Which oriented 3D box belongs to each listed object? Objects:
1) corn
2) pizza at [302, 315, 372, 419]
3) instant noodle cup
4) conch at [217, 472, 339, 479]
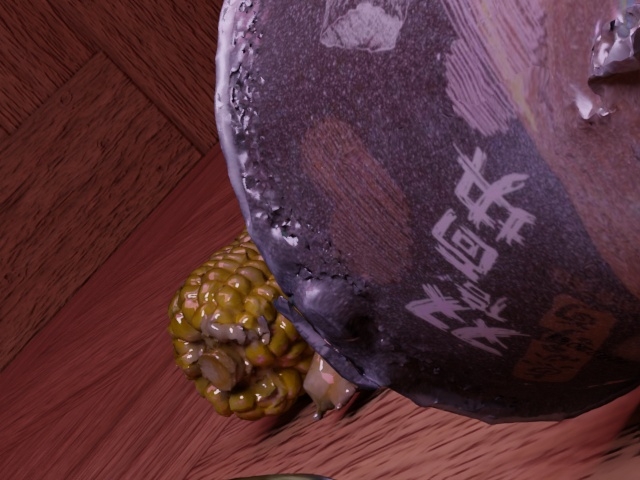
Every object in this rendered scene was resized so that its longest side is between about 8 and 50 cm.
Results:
[{"bbox_3d":[0.000,0.000,1.090,0.101,0.101,0.292,-37,12,39],"label":"corn"},{"bbox_3d":[0.073,-0.014,0.926,0.226,0.069,0.147,-40,11,25],"label":"pizza"},{"bbox_3d":[0.106,-0.055,0.533,0.217,0.217,0.207,-48,15,-26],"label":"instant noodle cup"},{"bbox_3d":[-0.029,0.144,0.481,0.181,0.124,0.187,-71,-2,-49],"label":"conch"}]
